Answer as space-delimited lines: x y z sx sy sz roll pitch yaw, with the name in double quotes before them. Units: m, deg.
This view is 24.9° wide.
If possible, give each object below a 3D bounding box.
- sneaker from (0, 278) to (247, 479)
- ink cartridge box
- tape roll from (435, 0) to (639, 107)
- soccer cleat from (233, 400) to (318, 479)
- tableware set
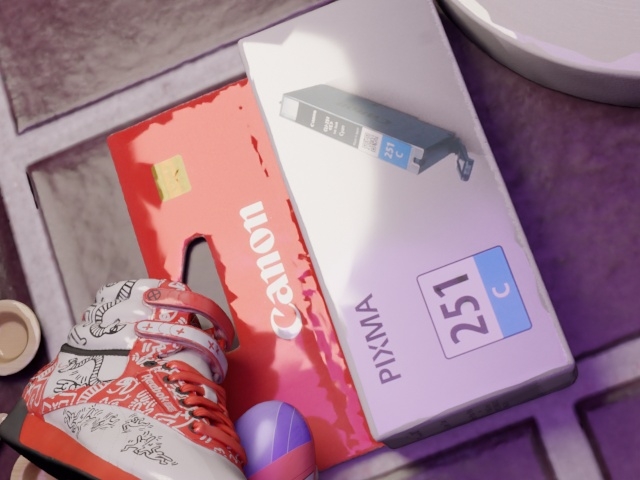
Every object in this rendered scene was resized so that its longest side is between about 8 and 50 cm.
"sneaker" -0.091 0.099 0.898 0.270 0.090 0.145 10 62 52
"ink cartridge box" 0.000 0.000 0.981 0.261 0.066 0.296 -22 73 7
"tape roll" 0.237 -0.284 0.993 0.392 0.072 0.392 -3 76 13
"soccer cleat" -0.084 0.213 0.915 0.083 0.095 0.248 32 94 34
"tableware set" -0.207 0.121 1.023 0.168 0.020 0.141 20 82 17
